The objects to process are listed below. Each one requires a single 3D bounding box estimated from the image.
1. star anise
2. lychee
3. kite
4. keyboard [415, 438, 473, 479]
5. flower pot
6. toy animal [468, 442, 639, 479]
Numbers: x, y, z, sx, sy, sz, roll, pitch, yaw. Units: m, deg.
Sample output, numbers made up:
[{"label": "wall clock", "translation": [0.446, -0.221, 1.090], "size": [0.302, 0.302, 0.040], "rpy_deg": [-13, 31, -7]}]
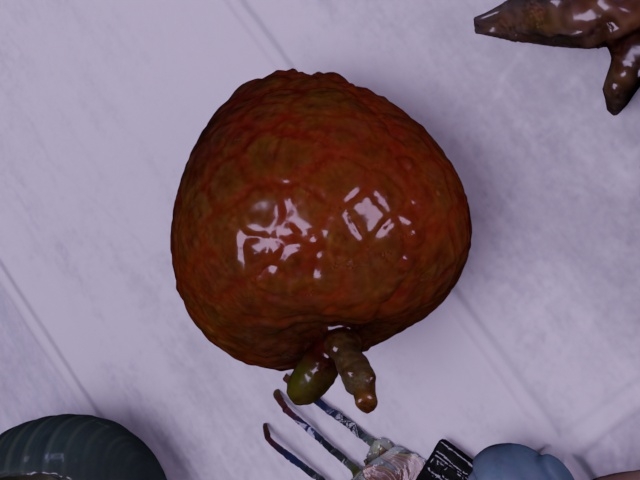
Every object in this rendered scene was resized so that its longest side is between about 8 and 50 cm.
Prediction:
[{"label": "star anise", "translation": [0.266, -0.169, 1.061], "size": [0.292, 0.109, 0.349], "rpy_deg": [43, 117, 24]}, {"label": "lychee", "translation": [0.000, 0.000, 1.174], "size": [0.255, 0.255, 0.300], "rpy_deg": [-30, 72, 31]}, {"label": "kite", "translation": [0.034, 0.214, 1.313], "size": [0.229, 0.016, 0.127], "rpy_deg": [36, 111, 21]}, {"label": "keyboard", "translation": [0.081, 0.268, 1.281], "size": [0.061, 0.013, 0.204], "rpy_deg": [36, 112, 20]}, {"label": "flower pot", "translation": [-0.252, 0.263, 1.410], "size": [0.243, 0.157, 0.189], "rpy_deg": [-22, 85, 33]}, {"label": "toy animal", "translation": [0.189, 0.280, 1.126], "size": [0.221, 0.210, 0.229], "rpy_deg": [9, 66, 35]}]
